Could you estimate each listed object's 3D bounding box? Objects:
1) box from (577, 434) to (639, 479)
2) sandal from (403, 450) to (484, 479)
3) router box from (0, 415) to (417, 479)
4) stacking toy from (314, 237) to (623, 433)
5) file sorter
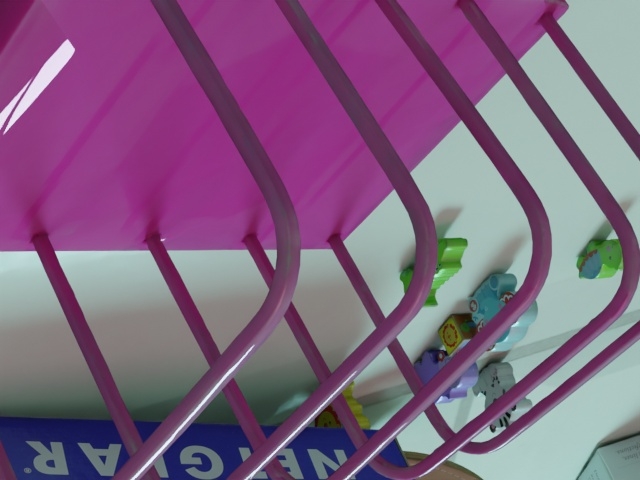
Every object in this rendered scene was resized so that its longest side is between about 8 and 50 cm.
[{"bbox_3d":[0.373,0.281,1.290,0.181,0.182,0.119,-14,150,-15],"label":"box"},{"bbox_3d":[0.021,0.177,1.010,0.240,0.079,0.088,8,115,-12],"label":"sandal"},{"bbox_3d":[-0.131,0.259,0.891,0.335,0.082,0.301,7,123,-26],"label":"router box"},{"bbox_3d":[0.108,0.074,0.921,0.167,0.052,0.221,-2,143,-31],"label":"stacking toy"},{"bbox_3d":[0.000,0.000,0.571,0.291,0.182,0.202,0,142,-47],"label":"file sorter"}]
